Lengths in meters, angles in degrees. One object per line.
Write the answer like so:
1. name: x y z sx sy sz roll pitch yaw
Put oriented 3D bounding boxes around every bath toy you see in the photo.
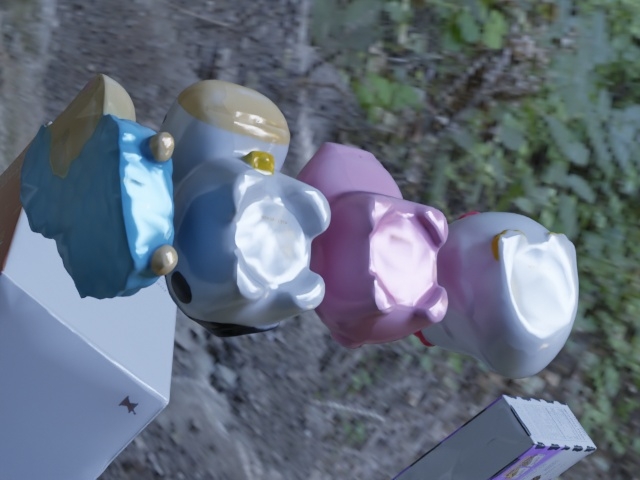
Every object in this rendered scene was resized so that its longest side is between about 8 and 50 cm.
1. bath toy: 0.000 0.000 1.074 0.348 0.129 0.151 15 70 -35

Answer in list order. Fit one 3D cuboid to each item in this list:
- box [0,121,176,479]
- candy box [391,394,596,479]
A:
1. box: -0.250 0.078 1.510 0.168 0.345 0.215 41 105 -17
2. candy box: 0.195 0.249 1.997 0.165 0.196 0.070 -40 67 18
